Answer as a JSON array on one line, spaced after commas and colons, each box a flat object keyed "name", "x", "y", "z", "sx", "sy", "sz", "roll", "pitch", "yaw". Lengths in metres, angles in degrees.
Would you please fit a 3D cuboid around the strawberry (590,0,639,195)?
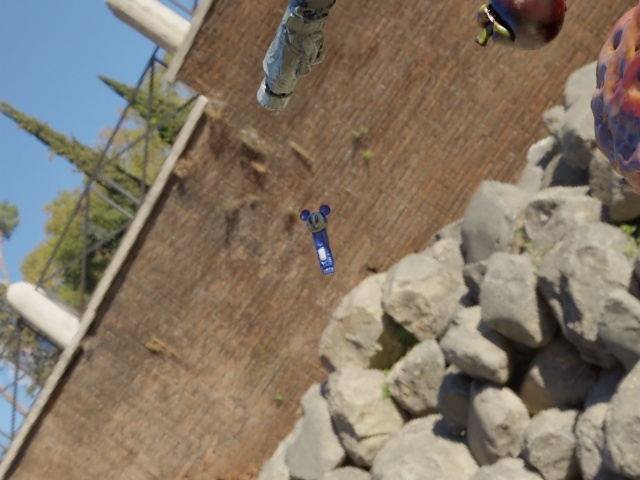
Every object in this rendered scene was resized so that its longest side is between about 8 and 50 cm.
[{"name": "strawberry", "x": 0.349, "y": -0.186, "z": 0.663, "sx": 0.265, "sy": 0.149, "sz": 0.336, "roll": -85, "pitch": 0, "yaw": -51}]

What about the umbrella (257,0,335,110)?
[{"name": "umbrella", "x": -0.011, "y": -0.179, "z": 0.625, "sx": 0.188, "sy": 0.050, "sz": 0.046, "roll": 120, "pitch": 168, "yaw": -50}]

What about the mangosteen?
[{"name": "mangosteen", "x": 0.189, "y": -0.218, "z": 0.695, "sx": 0.081, "sy": 0.081, "sz": 0.081, "roll": -55, "pitch": -2, "yaw": -3}]

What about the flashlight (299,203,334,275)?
[{"name": "flashlight", "x": 0.000, "y": 0.000, "z": 1.283, "sx": 0.057, "sy": 0.121, "sz": 0.035, "roll": -15, "pitch": -8, "yaw": 15}]
